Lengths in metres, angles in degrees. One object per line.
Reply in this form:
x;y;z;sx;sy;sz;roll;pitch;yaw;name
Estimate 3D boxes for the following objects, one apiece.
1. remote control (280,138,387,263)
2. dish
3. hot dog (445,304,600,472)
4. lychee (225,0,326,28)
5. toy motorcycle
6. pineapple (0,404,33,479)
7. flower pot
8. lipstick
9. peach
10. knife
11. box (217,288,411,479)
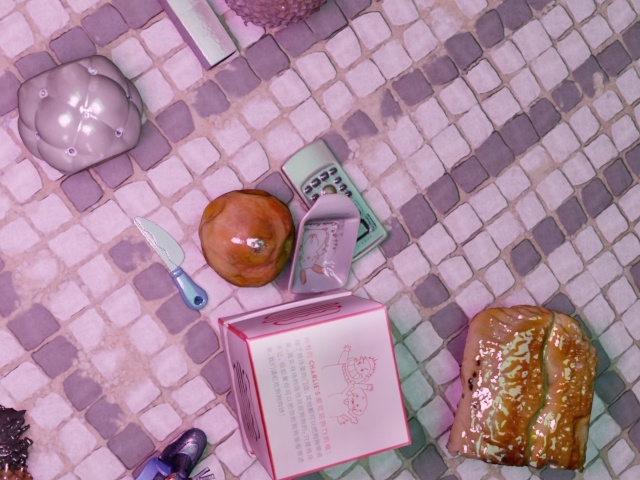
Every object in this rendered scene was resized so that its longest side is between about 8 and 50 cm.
0.031;-0.090;1.900;0.123;0.038;0.285;-36;100;-12;remote control
0.000;0.000;1.838;0.154;0.064;0.234;-4;120;-31;dish
0.485;0.334;1.970;0.367;0.196;0.365;10;91;-22;hot dog
-0.100;-0.593;1.733;0.300;0.300;0.300;0;92;-16;lychee
-0.340;0.552;1.719;0.125;0.212;0.358;35;82;-14;toy motorcycle
-0.633;0.468;1.677;0.158;0.158;0.278;6;78;-16;pineapple
-0.471;-0.244;1.649;0.246;0.246;0.195;-26;97;-14;flower pot
-0.314;-0.538;1.766;0.076;0.080;0.371;-37;100;-13;lipstick
-0.153;-0.002;1.751;0.214;0.235;0.214;-1;96;-7;peach
-0.320;0.043;1.812;0.058;0.032;0.244;-32;96;-11;knife
-0.020;0.293;1.759;0.312;0.300;0.314;-12;95;-15;box
